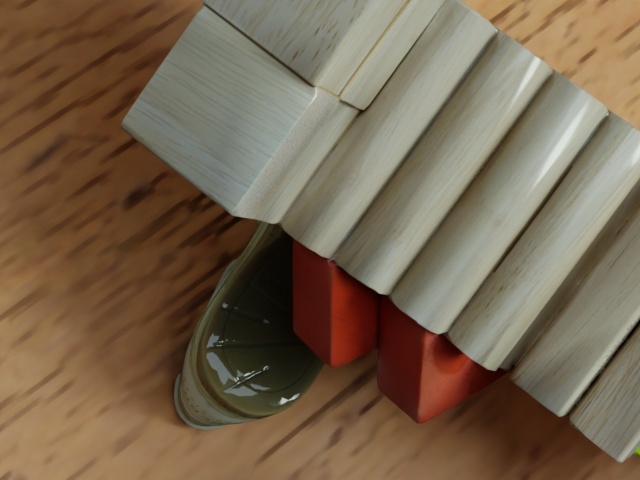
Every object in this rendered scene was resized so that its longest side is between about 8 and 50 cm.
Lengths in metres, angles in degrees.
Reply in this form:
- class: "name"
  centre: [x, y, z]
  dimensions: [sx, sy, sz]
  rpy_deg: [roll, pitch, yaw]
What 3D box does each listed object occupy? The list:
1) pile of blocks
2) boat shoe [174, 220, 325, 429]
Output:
- class: "pile of blocks"
  centre: [0.068, 0.010, 0.555]
  dimensions: [0.362, 0.149, 0.112]
  rpy_deg: [34, 98, -19]
- class: "boat shoe"
  centre: [0.001, 0.002, 0.598]
  dimensions: [0.056, 0.048, 0.153]
  rpy_deg: [38, 62, -10]
